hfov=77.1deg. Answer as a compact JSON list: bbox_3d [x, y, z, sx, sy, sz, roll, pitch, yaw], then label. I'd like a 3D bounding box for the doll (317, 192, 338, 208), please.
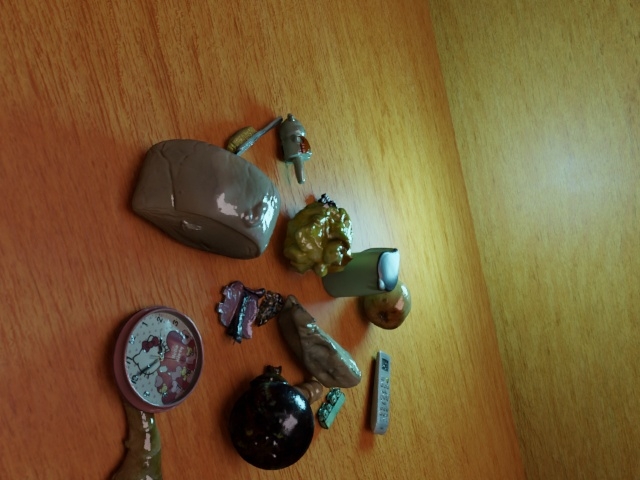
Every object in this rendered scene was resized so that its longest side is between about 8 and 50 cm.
[{"bbox_3d":[0.059,-0.082,1.546,0.220,0.067,0.091,59,40,-27],"label":"doll"}]

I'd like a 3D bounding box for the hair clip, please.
[{"bbox_3d":[-0.234,0.206,1.157,0.146,0.056,0.187,36,48,-40],"label":"hair clip"}]

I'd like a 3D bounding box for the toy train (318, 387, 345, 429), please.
[{"bbox_3d":[0.039,0.585,1.415,0.148,0.038,0.071,-45,120,-45],"label":"toy train"}]

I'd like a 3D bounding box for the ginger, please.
[{"bbox_3d":[-0.405,0.467,0.875,0.131,0.086,0.295,0,75,-39],"label":"ginger"}]

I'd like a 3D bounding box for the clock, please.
[{"bbox_3d":[-0.373,0.274,0.942,0.244,0.056,0.245,37,45,-49],"label":"clock"}]

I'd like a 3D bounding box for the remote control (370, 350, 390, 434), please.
[{"bbox_3d":[0.241,0.621,1.647,0.109,0.054,0.314,39,50,-47],"label":"remote control"}]

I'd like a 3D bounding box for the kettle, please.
[{"bbox_3d":[0.162,0.103,1.489,0.165,0.255,0.240,58,44,-22],"label":"kettle"}]

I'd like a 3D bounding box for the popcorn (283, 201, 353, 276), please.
[{"bbox_3d":[0.000,0.000,1.352,0.286,0.215,0.252,-28,82,-44],"label":"popcorn"}]

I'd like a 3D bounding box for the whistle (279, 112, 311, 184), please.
[{"bbox_3d":[-0.086,-0.319,1.383,0.101,0.105,0.254,15,64,-71],"label":"whistle"}]

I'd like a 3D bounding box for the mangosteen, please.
[{"bbox_3d":[-0.126,0.475,1.119,0.232,0.231,0.289,61,17,-22],"label":"mangosteen"}]

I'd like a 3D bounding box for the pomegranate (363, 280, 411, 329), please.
[{"bbox_3d":[0.275,0.258,1.635,0.207,0.207,0.208,13,73,-49],"label":"pomegranate"}]

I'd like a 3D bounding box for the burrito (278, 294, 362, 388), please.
[{"bbox_3d":[-0.021,0.336,1.294,0.135,0.190,0.332,-37,114,-2],"label":"burrito"}]

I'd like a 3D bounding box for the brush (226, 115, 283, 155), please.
[{"bbox_3d":[-0.214,-0.346,1.281,0.060,0.068,0.297,44,44,-8],"label":"brush"}]

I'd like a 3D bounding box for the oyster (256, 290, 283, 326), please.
[{"bbox_3d":[-0.157,0.219,1.255,0.086,0.029,0.132,40,52,-39],"label":"oyster"}]

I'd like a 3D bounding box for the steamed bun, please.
[{"bbox_3d":[-0.254,-0.105,1.038,0.383,0.236,0.247,33,57,-43],"label":"steamed bun"}]

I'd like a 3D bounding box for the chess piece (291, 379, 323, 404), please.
[{"bbox_3d":[-0.053,0.497,1.281,0.170,0.094,0.094,5,79,-54],"label":"chess piece"}]
